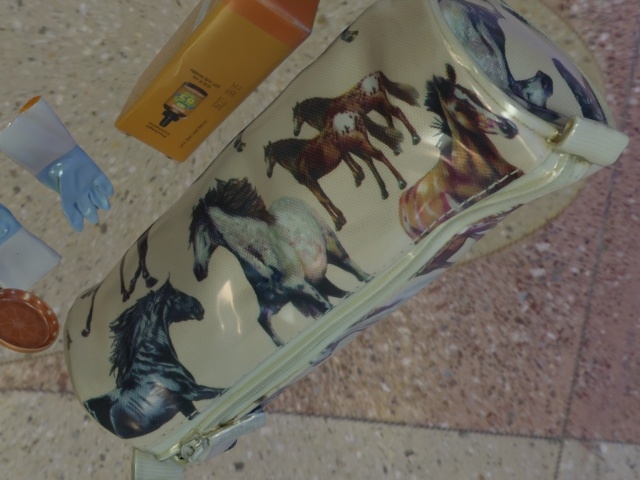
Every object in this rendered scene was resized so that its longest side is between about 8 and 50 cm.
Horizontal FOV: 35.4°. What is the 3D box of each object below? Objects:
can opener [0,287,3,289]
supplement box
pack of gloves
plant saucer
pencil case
[{"bbox_3d":[-0.500,0.057,1.453,0.073,0.059,0.186,-27,98,5],"label":"can opener"},{"bbox_3d":[-0.095,-0.163,0.895,0.078,0.080,0.233,30,138,-22],"label":"supplement box"},{"bbox_3d":[-0.374,-0.056,1.249,0.195,0.046,0.232,-41,146,-9],"label":"pack of gloves"},{"bbox_3d":[-0.313,0.085,1.040,0.083,0.083,0.013,31,121,-10],"label":"plant saucer"},{"bbox_3d":[0.000,0.000,0.671,0.410,0.183,0.160,-40,147,28],"label":"pencil case"}]
